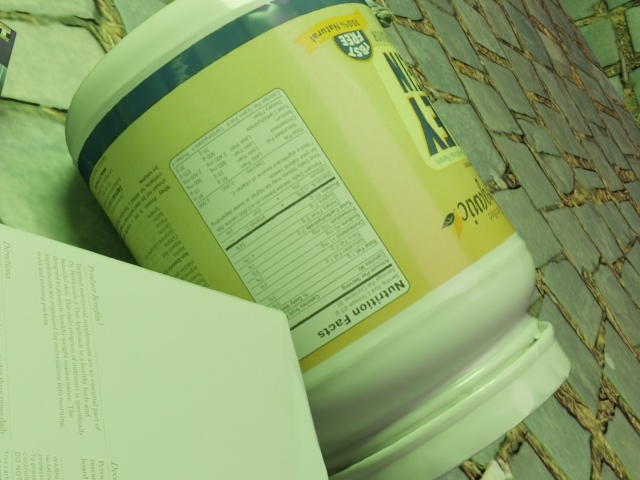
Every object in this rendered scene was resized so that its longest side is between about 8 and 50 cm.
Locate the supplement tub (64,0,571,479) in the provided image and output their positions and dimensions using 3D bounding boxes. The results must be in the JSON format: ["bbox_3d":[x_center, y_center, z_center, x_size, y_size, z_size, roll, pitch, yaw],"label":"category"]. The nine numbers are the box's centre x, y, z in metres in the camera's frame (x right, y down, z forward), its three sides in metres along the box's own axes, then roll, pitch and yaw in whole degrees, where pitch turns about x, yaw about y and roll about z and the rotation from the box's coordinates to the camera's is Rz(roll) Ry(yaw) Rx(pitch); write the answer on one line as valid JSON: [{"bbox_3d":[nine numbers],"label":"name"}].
[{"bbox_3d":[0.000,0.000,0.620,0.316,0.228,0.228,57,29,4],"label":"supplement tub"}]

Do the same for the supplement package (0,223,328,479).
[{"bbox_3d":[-0.114,0.124,0.401,0.203,0.149,0.194,22,43,-45],"label":"supplement package"}]

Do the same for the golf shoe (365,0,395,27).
[{"bbox_3d":[0.011,-0.292,1.131,0.086,0.069,0.176,47,19,30],"label":"golf shoe"}]

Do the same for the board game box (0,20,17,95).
[{"bbox_3d":[-0.267,-0.113,0.525,0.170,0.048,0.141,32,37,-35],"label":"board game box"}]
